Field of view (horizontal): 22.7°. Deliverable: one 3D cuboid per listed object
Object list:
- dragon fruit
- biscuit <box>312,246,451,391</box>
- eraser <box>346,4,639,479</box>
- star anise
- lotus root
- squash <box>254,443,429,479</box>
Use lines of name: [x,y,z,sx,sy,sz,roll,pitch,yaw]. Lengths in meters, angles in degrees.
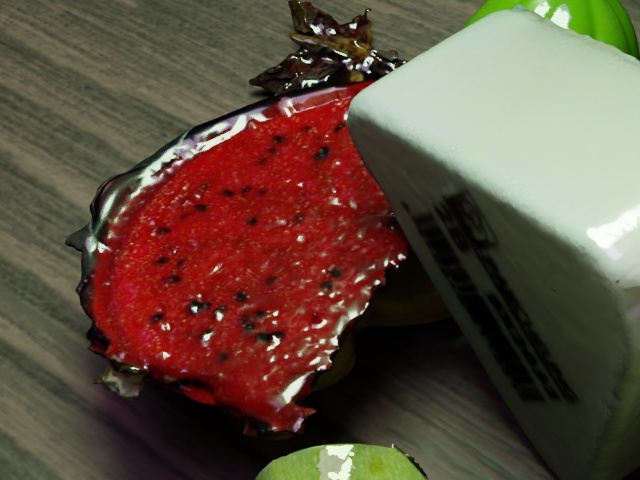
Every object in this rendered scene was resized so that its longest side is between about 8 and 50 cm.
dragon fruit: [-0.044,0.002,1.236,0.282,0.100,0.343,19,57,26]
biscuit: [0.001,0.002,1.326,0.355,0.052,0.275,-18,50,-3]
eraser: [0.155,-0.015,1.074,0.150,0.331,0.331,-30,47,-12]
star anise: [0.008,-0.152,1.465,0.157,0.053,0.212,-29,49,-12]
lotus root: [0.188,-0.156,1.297,0.186,0.186,0.186,-8,47,9]
squash: [0.033,0.285,1.032,0.137,0.137,0.287,-11,58,6]
